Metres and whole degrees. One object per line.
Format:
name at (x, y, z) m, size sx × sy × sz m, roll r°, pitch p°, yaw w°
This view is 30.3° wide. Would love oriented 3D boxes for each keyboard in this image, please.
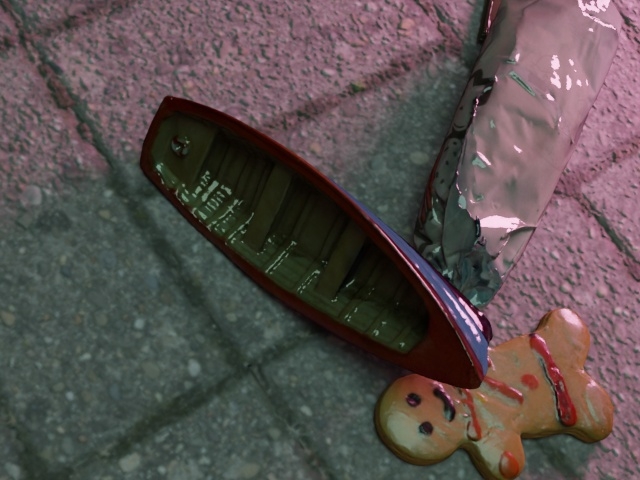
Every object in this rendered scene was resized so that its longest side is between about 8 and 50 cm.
keyboard at (0.208, -0.266, 1.316) m, size 0.049 × 0.015 × 0.129 m, roll 19°, pitch 62°, yaw -10°

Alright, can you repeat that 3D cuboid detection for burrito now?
burrito at (0.185, -0.094, 1.178) m, size 0.139 × 0.101 × 0.445 m, roll 37°, pitch 62°, yaw -17°

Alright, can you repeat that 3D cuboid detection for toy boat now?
toy boat at (0.000, 0.000, 1.076) m, size 0.392 × 0.136 × 0.079 m, roll 36°, pitch 33°, yaw 16°

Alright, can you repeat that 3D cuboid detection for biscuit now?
biscuit at (0.162, 0.148, 1.102) m, size 0.234 × 0.030 × 0.153 m, roll -9°, pitch 66°, yaw -18°
